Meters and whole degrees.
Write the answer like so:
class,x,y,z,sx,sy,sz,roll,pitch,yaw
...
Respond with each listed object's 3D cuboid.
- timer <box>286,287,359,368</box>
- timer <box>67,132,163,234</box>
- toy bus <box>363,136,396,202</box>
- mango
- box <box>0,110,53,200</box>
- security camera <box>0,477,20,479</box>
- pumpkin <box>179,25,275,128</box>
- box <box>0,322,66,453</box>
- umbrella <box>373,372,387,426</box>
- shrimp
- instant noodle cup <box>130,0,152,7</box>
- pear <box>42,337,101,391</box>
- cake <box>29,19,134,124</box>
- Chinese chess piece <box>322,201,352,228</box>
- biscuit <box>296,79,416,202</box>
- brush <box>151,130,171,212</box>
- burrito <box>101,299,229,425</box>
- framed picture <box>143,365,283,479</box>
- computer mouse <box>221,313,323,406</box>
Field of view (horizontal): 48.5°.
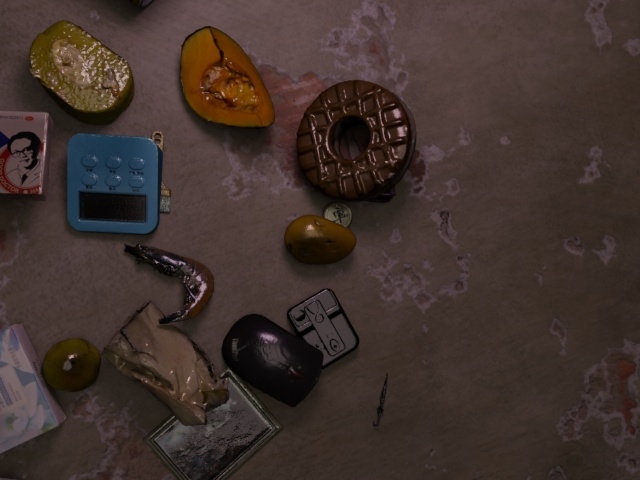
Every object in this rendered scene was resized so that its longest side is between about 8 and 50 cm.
class,x,y,z,sx,sy,sz,roll,pitch,yaw
timer,0.011,0.239,1.924,0.144,0.055,0.187,-30,93,-11
timer,-0.528,-0.141,1.821,0.232,0.091,0.250,2,90,-6
toy bus,0.163,-0.196,1.954,0.087,0.098,0.178,3,87,-11
mango,0.000,0.000,1.901,0.195,0.098,0.137,2,113,-2
box,-0.835,-0.205,1.697,0.353,0.069,0.214,2,75,-9
security camera,-0.764,0.713,1.688,0.195,0.194,0.236,30,84,-8
pumpkin,-0.249,-0.397,1.892,0.169,0.148,0.312,-31,84,27
box,-0.782,0.368,1.735,0.203,0.116,0.274,-24,92,-11
umbrella,0.172,0.441,1.962,0.022,0.022,0.148,23,81,-46
shrimp,-0.410,0.111,1.824,0.262,0.051,0.198,25,56,-6
instant noodle cup,-0.460,-0.762,1.773,0.254,0.325,0.325,44,80,-15
pear,-0.620,0.314,1.772,0.141,0.104,0.141,1,87,-15
cake,-0.609,-0.418,1.797,0.260,0.156,0.179,35,75,-6
Chinese chess piece,0.047,-0.066,1.957,0.084,0.034,0.084,1,86,-11
biscuit,0.093,-0.263,1.878,0.332,0.103,0.332,-2,83,20
brush,-0.434,-0.184,1.884,0.083,0.010,0.218,3,86,-10
burrito,-0.389,0.328,1.800,0.332,0.190,0.135,45,116,-3
framed picture,-0.279,0.510,1.873,0.296,0.019,0.232,-41,95,-10
computer mouse,-0.129,0.308,1.854,0.269,0.100,0.170,30,91,0
